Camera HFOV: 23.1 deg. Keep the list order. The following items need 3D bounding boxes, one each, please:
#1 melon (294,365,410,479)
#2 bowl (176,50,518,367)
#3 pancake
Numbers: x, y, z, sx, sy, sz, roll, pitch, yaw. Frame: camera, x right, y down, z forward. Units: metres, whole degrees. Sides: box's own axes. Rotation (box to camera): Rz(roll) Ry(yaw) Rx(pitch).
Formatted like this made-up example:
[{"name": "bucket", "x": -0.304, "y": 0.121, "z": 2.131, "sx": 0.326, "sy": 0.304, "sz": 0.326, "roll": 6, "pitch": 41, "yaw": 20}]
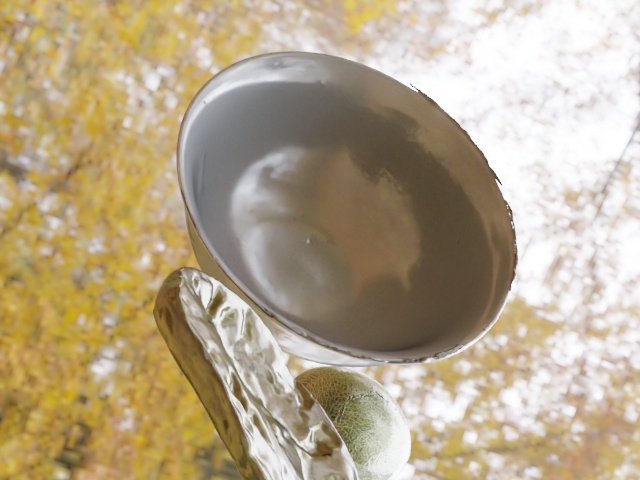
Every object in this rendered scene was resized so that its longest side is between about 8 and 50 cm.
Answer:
[{"name": "melon", "x": 0.022, "y": 0.214, "z": 1.784, "sx": 0.139, "sy": 0.192, "sz": 0.139, "roll": -30, "pitch": -139, "yaw": 30}, {"name": "bowl", "x": 0.000, "y": 0.000, "z": 1.482, "sx": 0.157, "sy": 0.345, "sz": 0.346, "roll": 127, "pitch": -32, "yaw": -47}, {"name": "pancake", "x": -0.045, "y": 0.130, "z": 1.104, "sx": 0.050, "sy": 0.242, "sz": 0.242, "roll": -34, "pitch": -140, "yaw": 9}]
